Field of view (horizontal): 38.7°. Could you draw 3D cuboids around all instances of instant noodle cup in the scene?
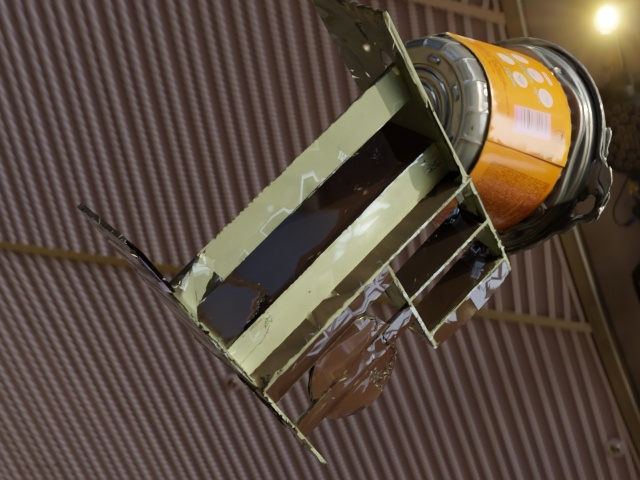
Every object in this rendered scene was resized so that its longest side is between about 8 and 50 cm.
[{"bbox_3d":[0.105,-0.080,0.693,0.208,0.125,0.178,20,-81,47],"label":"instant noodle cup"}]

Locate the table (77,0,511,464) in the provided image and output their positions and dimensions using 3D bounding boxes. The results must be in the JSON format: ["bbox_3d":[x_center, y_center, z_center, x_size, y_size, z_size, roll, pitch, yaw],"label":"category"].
[{"bbox_3d":[0.000,0.000,0.434,0.062,0.146,0.175,31,-19,45],"label":"table"}]
